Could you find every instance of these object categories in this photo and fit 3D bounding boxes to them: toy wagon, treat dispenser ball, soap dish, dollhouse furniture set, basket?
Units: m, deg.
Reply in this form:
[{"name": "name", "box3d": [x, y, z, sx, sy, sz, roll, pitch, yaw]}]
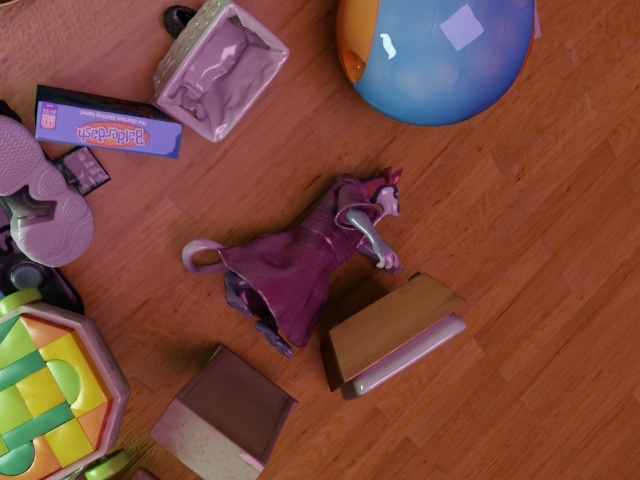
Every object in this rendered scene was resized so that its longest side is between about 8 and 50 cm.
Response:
[{"name": "toy wagon", "box3d": [-0.424, 0.235, 0.806, 0.344, 0.068, 0.267, -28, 90, 4]}, {"name": "treat dispenser ball", "box3d": [0.165, -0.313, 0.902, 0.288, 0.288, 0.288, -8, 111, -23]}, {"name": "soap dish", "box3d": [0.110, 0.171, 1.064, 0.229, 0.291, 0.118, -31, 77, -12]}, {"name": "dollhouse furniture set", "box3d": [-0.235, 0.395, 0.970, 0.362, 0.256, 0.394, 36, 99, 2]}, {"name": "basket", "box3d": [-0.144, -0.241, 0.845, 0.113, 0.103, 0.167, 32, 104, -39]}]

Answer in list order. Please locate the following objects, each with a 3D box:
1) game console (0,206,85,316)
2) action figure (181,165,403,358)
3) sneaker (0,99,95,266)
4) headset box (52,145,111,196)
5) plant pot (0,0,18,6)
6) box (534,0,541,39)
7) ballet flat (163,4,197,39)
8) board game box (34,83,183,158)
[{"name": "game console", "box3d": [-0.564, 0.090, 0.827, 0.387, 0.060, 0.342, -33, 119, -13]}, {"name": "action figure", "box3d": [0.000, 0.000, 1.032, 0.276, 0.248, 0.370, 35, 74, 11]}, {"name": "sneaker", "box3d": [-0.390, -0.085, 0.796, 0.101, 0.153, 0.268, -35, 150, -19]}, {"name": "headset box", "box3d": [-0.354, -0.092, 0.879, 0.083, 0.032, 0.062, -36, 118, -10]}, {"name": "plant pot", "box3d": [-0.402, -0.348, 0.731, 0.134, 0.095, 0.134, -9, 111, -23]}, {"name": "box", "box3d": [0.306, -0.383, 1.052, 0.087, 0.101, 0.102, -26, 117, -16]}, {"name": "ballet flat", "box3d": [-0.150, -0.285, 0.899, 0.173, 0.049, 0.057, 21, 94, -30]}, {"name": "board game box", "box3d": [-0.280, -0.156, 0.790, 0.160, 0.210, 0.047, 5, 106, -26]}]
